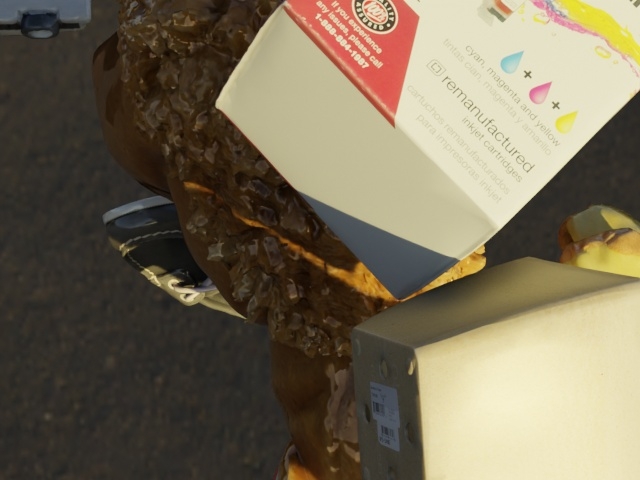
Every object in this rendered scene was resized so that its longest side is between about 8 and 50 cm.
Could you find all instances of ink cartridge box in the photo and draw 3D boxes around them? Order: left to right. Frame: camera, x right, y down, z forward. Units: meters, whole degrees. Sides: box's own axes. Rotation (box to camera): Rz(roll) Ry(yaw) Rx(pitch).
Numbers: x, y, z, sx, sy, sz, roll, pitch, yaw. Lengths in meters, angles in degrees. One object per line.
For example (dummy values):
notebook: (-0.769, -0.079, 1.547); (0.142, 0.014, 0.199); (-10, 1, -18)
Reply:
ink cartridge box: (0.069, -0.087, 0.735); (0.128, 0.127, 0.176); (46, 67, 1)

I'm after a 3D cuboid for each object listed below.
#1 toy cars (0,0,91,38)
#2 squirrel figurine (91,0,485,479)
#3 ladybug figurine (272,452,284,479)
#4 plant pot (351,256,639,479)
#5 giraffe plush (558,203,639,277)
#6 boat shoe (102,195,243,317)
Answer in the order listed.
toy cars: (-0.374, -0.157, 1.499); (0.394, 0.087, 0.176); (-41, 83, -8)
squirrel figurine: (0.000, 0.000, 1.091); (0.281, 0.397, 0.370); (-14, 80, 3)
ladybug figurine: (0.041, 0.371, 1.979); (0.162, 0.305, 0.449); (-33, 16, 13)
plant pot: (0.071, 0.071, 0.702); (0.096, 0.109, 0.109); (-7, 7, -20)
giraffe plush: (0.255, 0.046, 0.992); (0.170, 0.181, 0.210); (-26, 27, 12)
boat shoe: (-0.064, 0.024, 1.446); (0.112, 0.335, 0.095); (-19, 75, 25)
